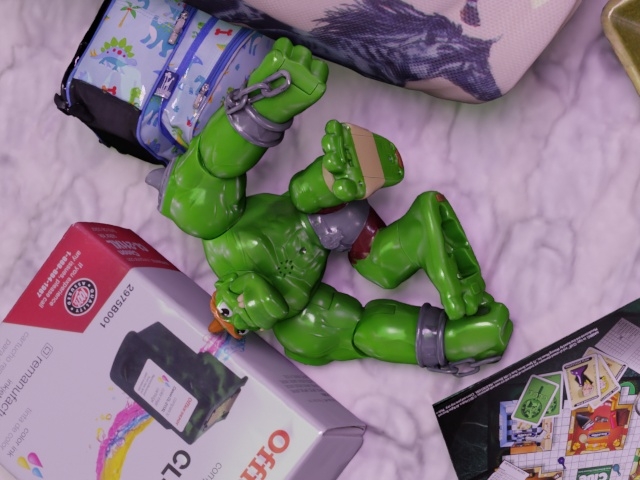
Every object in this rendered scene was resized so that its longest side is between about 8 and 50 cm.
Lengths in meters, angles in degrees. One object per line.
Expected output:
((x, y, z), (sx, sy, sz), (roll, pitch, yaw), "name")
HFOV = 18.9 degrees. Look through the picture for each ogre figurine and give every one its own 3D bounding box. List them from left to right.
((0.000, 0.000, 0.942), (0.118, 0.197, 0.096), (-22, 51, 32), "ogre figurine")

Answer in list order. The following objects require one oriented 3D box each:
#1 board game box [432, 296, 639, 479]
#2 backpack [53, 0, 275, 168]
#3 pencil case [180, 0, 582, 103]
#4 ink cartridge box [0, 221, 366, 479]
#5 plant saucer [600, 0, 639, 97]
((0.179, 0.085, 0.881), (0.260, 0.030, 0.136), (-31, 66, 30), "board game box")
((-0.068, -0.096, 0.984), (0.084, 0.105, 0.114), (23, 84, 14), "backpack")
((-0.054, -0.206, 0.883), (0.410, 0.160, 0.183), (23, 77, -10), "pencil case")
((-0.085, 0.092, 0.988), (0.175, 0.072, 0.127), (38, 97, 17), "ink cartridge box")
((0.258, -0.073, 0.905), (0.188, 0.045, 0.188), (-29, 78, 14), "plant saucer")
